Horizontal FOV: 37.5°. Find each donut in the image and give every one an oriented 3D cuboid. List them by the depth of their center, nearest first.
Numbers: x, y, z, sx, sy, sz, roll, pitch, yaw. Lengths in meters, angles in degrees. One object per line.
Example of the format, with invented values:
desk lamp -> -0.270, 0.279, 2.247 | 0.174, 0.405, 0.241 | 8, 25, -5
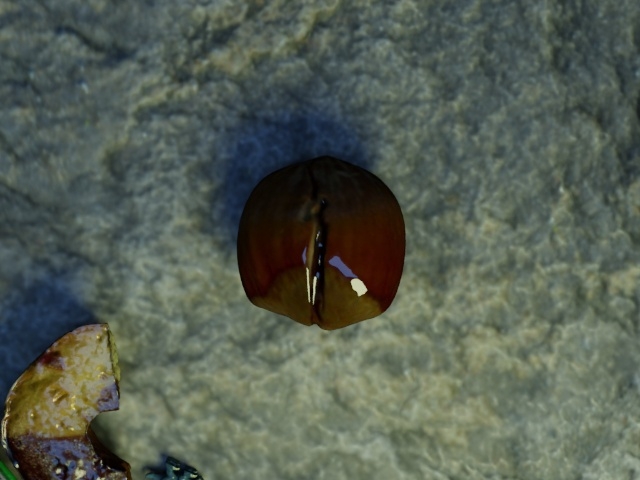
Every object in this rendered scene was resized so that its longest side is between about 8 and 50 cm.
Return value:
donut -> -0.318, 0.252, 1.215 | 0.151, 0.112, 0.295 | -6, 92, 2

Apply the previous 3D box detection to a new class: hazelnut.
hazelnut -> 0.000, -0.001, 1.170 | 0.212, 0.181, 0.180 | 3, 116, 7

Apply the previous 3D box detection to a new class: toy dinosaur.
toy dinosaur -> -0.193, 0.325, 1.269 | 0.083, 0.030, 0.047 | 24, 93, -4

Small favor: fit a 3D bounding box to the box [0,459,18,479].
box -> -0.503, 0.289, 1.166 | 0.180, 0.103, 0.250 | -38, 84, -27
